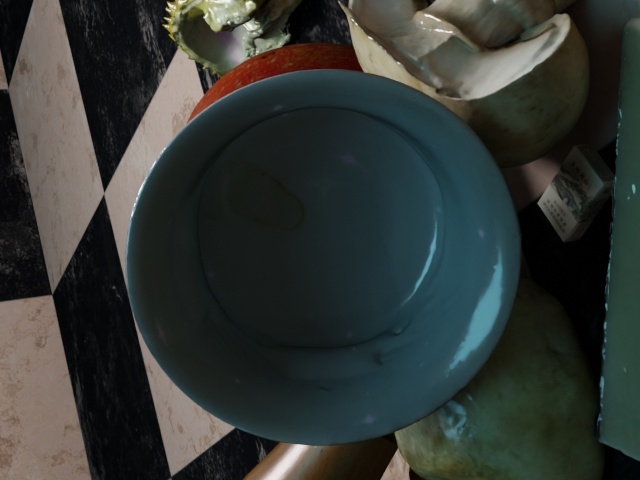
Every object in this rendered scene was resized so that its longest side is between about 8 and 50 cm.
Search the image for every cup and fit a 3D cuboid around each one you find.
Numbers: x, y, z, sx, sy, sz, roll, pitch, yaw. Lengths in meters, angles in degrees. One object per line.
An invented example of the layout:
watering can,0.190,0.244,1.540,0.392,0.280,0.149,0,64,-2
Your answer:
cup,0.000,0.000,1.002,0.163,0.347,0.347,-100,12,-71

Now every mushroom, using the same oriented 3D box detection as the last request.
mushroom,0.157,-0.174,1.032,0.253,0.195,0.189,41,165,34
mushroom,0.170,0.178,1.077,0.189,0.164,0.267,26,119,59

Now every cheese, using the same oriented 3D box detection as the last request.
cheese,0.292,0.007,0.948,0.085,0.034,0.400,18,113,55

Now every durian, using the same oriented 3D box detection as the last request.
durian,-0.115,-0.331,1.525,0.166,0.172,0.306,57,142,-2

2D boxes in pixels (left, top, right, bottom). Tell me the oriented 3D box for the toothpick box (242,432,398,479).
toothpick box,0.025,0.245,1.256,0.294,0.192,0.192,-58,39,11

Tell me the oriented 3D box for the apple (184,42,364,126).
apple,-0.013,-0.058,1.245,0.348,0.277,0.348,20,113,60

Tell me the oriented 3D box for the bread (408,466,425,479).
bread,0.140,0.291,1.288,0.081,0.046,0.083,-39,63,61

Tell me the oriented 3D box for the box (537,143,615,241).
box,0.247,-0.045,1.027,0.054,0.024,0.083,65,147,33
